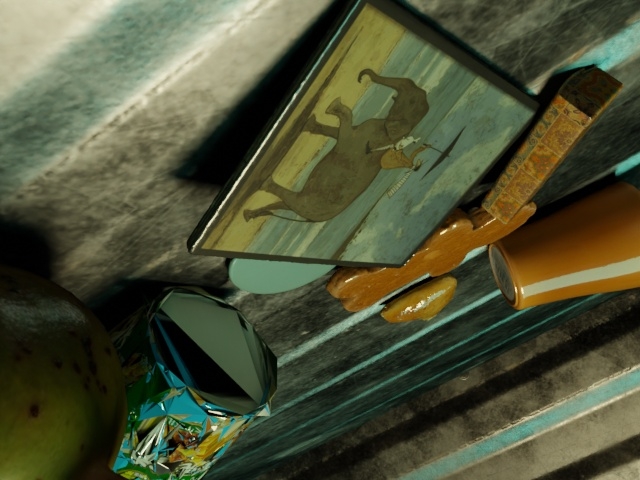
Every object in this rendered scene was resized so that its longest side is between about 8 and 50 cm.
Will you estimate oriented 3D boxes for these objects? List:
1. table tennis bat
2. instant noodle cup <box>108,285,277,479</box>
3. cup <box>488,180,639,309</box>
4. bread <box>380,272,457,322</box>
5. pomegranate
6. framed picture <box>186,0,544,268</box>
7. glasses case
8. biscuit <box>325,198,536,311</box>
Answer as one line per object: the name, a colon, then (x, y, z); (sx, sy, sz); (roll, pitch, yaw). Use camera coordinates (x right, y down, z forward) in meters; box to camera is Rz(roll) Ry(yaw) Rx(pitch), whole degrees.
table tennis bat: (0.000, 0.000, 0.724); (0.237, 0.038, 0.149); (-26, 148, 8)
instant noodle cup: (-0.179, 0.177, 0.711); (0.178, 0.240, 0.240); (-43, 152, 20)
cup: (0.433, 0.014, 1.040); (0.264, 0.182, 0.226); (-18, -172, 1)
bread: (0.206, 0.107, 1.125); (0.154, 0.054, 0.136); (-4, 146, -44)
pomegranate: (-0.272, 0.183, 0.482); (0.291, 0.323, 0.291); (-39, 176, -3)
framed picture: (0.066, -0.072, 0.590); (0.347, 0.016, 0.265); (7, 128, -51)
glasses case: (0.267, -0.107, 0.721); (0.075, 0.049, 0.218); (-42, 165, -26)
biscuit: (0.164, 0.010, 0.884); (0.324, 0.049, 0.205); (-25, 158, 3)
